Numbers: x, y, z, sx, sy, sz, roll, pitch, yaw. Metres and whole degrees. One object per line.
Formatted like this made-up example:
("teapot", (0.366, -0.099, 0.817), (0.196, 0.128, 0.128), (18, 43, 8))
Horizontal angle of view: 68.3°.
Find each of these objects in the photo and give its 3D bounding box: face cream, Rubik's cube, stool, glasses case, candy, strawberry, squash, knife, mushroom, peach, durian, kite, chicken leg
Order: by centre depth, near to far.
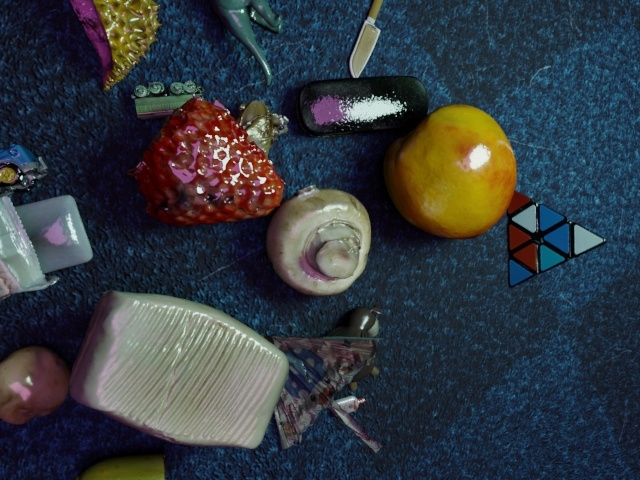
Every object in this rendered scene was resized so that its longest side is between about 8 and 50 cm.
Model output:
("mushroom", (-0.551, 0.272, 0.896), (0.112, 0.148, 0.148), (-21, 103, 24))
("candy", (-0.543, -0.003, 0.901), (0.174, 0.071, 0.138), (-17, 100, -15))
("durian", (-0.395, -0.465, 0.905), (0.186, 0.153, 0.261), (-47, 116, -36))
("strawberry", (-0.228, -0.108, 0.929), (0.253, 0.150, 0.280), (-38, 116, 10))
("squash", (-0.403, 0.499, 0.959), (0.186, 0.123, 0.123), (6, 92, -19))
("chicken leg", (-0.141, -0.201, 1.022), (0.125, 0.080, 0.196), (12, 93, -24))
("mushroom", (0.000, 0.000, 1.027), (0.254, 0.184, 0.255), (-6, 116, -13))
("kite", (-0.007, 0.329, 1.042), (0.368, 0.014, 0.406), (41, 114, 12))
("peach", (0.307, -0.144, 1.072), (0.308, 0.289, 0.289), (45, 80, -9))
("glasses case", (0.101, -0.310, 1.090), (0.320, 0.082, 0.122), (-9, 95, -16))
("stool", (0.082, 0.250, 1.110), (0.217, 0.125, 0.121), (-57, 136, -31))
("knife", (0.120, -0.499, 1.116), (0.046, 0.022, 0.256), (22, 87, -23))
("face cream", (0.069, 0.403, 1.160), (0.083, 0.021, 0.040), (-10, 98, -18))
("Rubik's cube", (0.555, -0.034, 1.276), (0.250, 0.284, 0.234), (-39, 85, 21))

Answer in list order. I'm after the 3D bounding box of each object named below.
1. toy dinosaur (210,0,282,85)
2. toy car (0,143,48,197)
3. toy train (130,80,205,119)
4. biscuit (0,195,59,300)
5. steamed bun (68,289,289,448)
("toy dinosaur", (-0.227, -0.549, 0.970), (0.330, 0.129, 0.384), (12, 91, -8))
("toy car", (-0.607, -0.117, 0.859), (0.191, 0.097, 0.100), (-34, 99, -14))
("toy train", (-0.314, -0.290, 0.976), (0.147, 0.038, 0.071), (-10, 96, -17))
("biscuit", (-0.640, 0.061, 0.832), (0.309, 0.079, 0.186), (-24, 98, 11))
("steamed bun", (-0.272, 0.245, 0.930), (0.383, 0.236, 0.247), (25, 76, -25))
